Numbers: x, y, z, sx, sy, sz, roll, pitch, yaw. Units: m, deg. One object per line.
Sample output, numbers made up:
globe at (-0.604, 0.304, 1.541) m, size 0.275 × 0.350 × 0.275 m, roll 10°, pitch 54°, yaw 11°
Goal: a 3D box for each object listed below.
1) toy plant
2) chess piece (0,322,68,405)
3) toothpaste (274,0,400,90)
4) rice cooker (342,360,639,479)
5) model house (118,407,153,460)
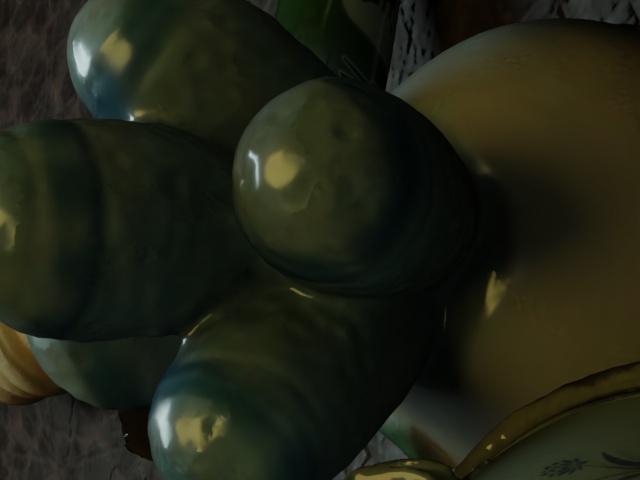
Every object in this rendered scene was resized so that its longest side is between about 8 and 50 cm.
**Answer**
toy plant at (0.000, 0.000, 0.740) m, size 0.247 × 0.332 × 0.247 m, roll -8°, pitch 81°, yaw 56°
chess piece at (-0.196, 0.054, 1.222) m, size 0.139 × 0.124 × 0.307 m, roll 54°, pitch 146°, yaw -6°
toothpaste at (0.000, -0.078, 0.924) m, size 0.061 × 0.099 × 0.392 m, roll -10°, pitch 62°, yaw 46°
rice cooker at (0.115, 0.184, 0.584) m, size 0.316 × 0.316 × 0.264 m, roll 46°, pitch 123°, yaw 49°
model house at (-0.050, 0.017, 1.020) m, size 0.203 × 0.141 × 0.164 m, roll -19°, pitch 45°, yaw 31°
